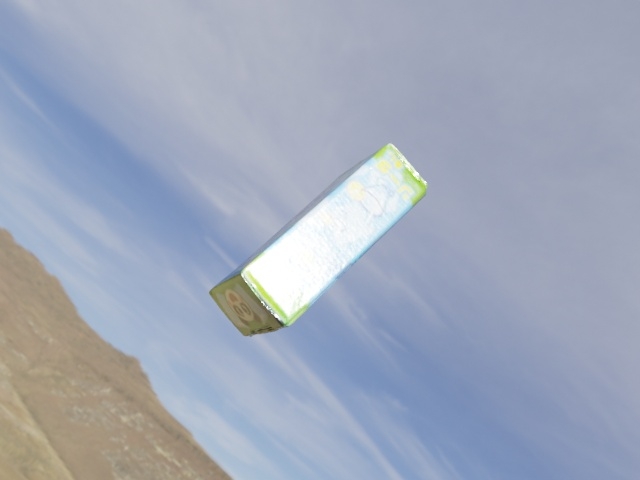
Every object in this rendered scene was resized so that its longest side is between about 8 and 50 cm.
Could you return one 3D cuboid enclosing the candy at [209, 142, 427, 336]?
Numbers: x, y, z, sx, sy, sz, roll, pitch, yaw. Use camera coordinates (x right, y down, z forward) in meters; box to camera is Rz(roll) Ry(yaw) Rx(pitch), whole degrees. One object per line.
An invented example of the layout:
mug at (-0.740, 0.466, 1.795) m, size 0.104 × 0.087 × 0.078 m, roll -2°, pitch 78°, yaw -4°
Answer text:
candy at (0.000, 0.000, 0.598) m, size 0.062 × 0.194 × 0.097 m, roll 51°, pitch -28°, yaw -7°
